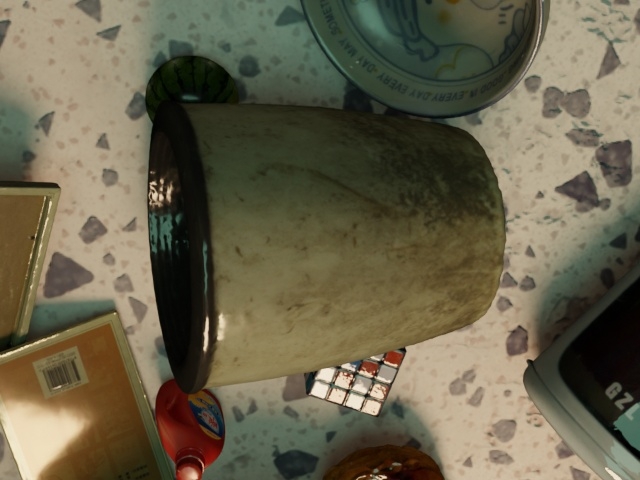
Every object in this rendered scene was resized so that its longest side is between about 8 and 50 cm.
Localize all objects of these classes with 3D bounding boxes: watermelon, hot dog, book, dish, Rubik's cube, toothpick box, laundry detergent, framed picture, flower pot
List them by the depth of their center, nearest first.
[{"bbox_3d":[0.122,-0.277,1.110,0.273,0.134,0.273,19,134,22],"label":"dish"},{"bbox_3d":[0.000,0.000,1.116,0.330,0.293,0.294,-3,109,-18],"label":"flower pot"},{"bbox_3d":[-0.424,0.074,1.153,0.240,0.020,0.324,-2,124,-34],"label":"framed picture"},{"bbox_3d":[-0.141,-0.146,1.171,0.105,0.062,0.105,-1,117,-2],"label":"watermelon"},{"bbox_3d":[0.435,0.120,1.225,0.263,0.263,0.355,41,100,-15],"label":"toothpick box"},{"bbox_3d":[-0.152,0.223,1.235,0.097,0.165,0.049,38,103,-15],"label":"laundry detergent"},{"bbox_3d":[0.038,0.137,1.262,0.092,0.092,0.092,19,105,-10],"label":"Rubik's cube"},{"bbox_3d":[-0.286,0.219,1.274,0.170,0.018,0.242,-20,110,-18],"label":"book"},{"bbox_3d":[0.088,0.348,1.330,0.160,0.099,0.227,-14,110,0],"label":"hot dog"}]
